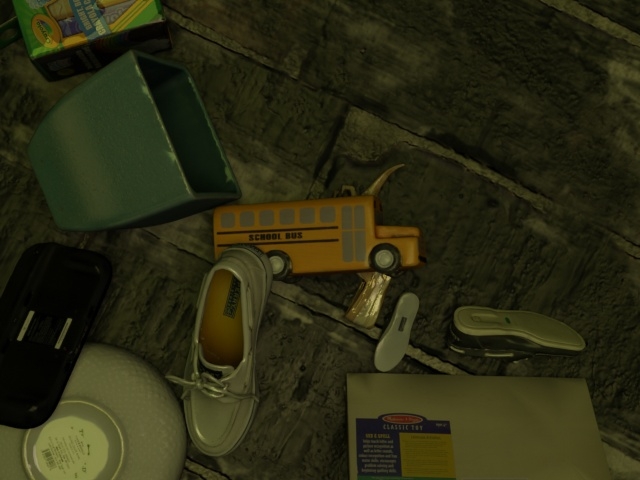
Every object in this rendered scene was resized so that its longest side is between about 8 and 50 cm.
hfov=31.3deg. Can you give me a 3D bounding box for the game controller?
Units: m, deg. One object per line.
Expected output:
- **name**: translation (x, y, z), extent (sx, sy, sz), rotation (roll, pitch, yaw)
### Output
- **game controller**: translation (-0.453, 0.146, 1.826), extent (0.167, 0.067, 0.319), rotation (14, 63, 10)

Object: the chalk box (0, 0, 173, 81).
- **chalk box**: translation (-0.409, -0.380, 1.872), extent (0.289, 0.180, 0.179), rotation (-16, 86, -5)

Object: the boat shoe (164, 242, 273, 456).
- **boat shoe**: translation (-0.161, 0.194, 1.792), extent (0.136, 0.156, 0.367), rotation (18, 109, 13)

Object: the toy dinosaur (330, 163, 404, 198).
- **toy dinosaur**: translation (0.067, -0.061, 1.938), extent (0.093, 0.053, 0.183), rotation (22, 92, -15)

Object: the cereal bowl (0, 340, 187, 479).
- **cereal bowl**: translation (-0.383, 0.332, 1.835), extent (0.339, 0.141, 0.338), rotation (0, 85, -3)

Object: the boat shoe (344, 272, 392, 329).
- **boat shoe**: translation (0.086, 0.062, 1.914), extent (0.059, 0.063, 0.170), rotation (18, 85, -7)

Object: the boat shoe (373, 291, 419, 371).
- **boat shoe**: translation (0.127, 0.153, 1.920), extent (0.049, 0.040, 0.142), rotation (25, 85, -9)

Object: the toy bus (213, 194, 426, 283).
- **toy bus**: translation (0.000, 0.000, 1.856), extent (0.333, 0.108, 0.130), rotation (-4, 84, 12)

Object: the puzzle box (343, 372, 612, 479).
- **puzzle box**: translation (0.242, 0.326, 1.817), extent (0.409, 0.272, 0.052), rotation (2, 129, -1)

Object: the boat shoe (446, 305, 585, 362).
- **boat shoe**: translation (0.328, 0.166, 1.920), extent (0.233, 0.084, 0.079), rotation (8, 123, -8)

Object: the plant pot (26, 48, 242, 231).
- **plant pot**: translation (-0.314, -0.129, 1.833), extent (0.252, 0.248, 0.247), rotation (-25, 86, 14)
